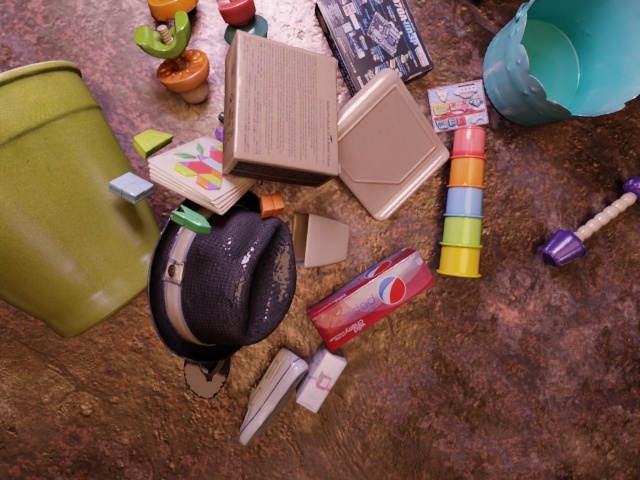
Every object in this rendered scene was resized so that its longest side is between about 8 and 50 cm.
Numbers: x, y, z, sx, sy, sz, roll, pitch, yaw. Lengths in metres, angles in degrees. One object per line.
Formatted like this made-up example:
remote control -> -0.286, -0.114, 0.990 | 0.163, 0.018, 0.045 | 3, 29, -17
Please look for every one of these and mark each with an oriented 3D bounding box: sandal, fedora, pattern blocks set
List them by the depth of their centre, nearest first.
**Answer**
pattern blocks set -> -0.191, -0.124, 0.761 | 0.285, 0.325, 0.026 | 22, 126, -5
fedora -> -0.138, 0.065, 0.773 | 0.152, 0.334, 0.334 | 7, 95, 36
sandal -> -0.224, 0.210, 0.899 | 0.097, 0.054, 0.255 | 15, 93, -8

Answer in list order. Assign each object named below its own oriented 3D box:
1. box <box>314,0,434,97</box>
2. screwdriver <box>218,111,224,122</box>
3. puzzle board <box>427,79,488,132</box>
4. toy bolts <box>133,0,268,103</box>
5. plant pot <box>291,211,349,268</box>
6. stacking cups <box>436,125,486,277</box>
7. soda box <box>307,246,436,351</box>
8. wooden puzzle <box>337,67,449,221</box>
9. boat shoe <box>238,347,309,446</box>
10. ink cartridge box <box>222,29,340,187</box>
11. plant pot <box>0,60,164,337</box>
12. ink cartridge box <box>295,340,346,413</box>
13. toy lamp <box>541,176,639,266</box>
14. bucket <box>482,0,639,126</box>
box -> 0.111, -0.418, 0.891 | 0.175, 0.051, 0.220 | -27, 97, -5
screwdriver -> -0.134, -0.218, 0.898 | 0.170, 0.025, 0.024 | 28, 90, -17
puzzle board -> 0.303, -0.295, 0.946 | 0.128, 0.011, 0.096 | -12, 96, -7
toy bolts -> -0.212, -0.393, 0.838 | 0.228, 0.158, 0.218 | -17, 56, 4
plant pot -> 0.000, 0.000, 0.890 | 0.096, 0.109, 0.109 | 4, 94, -21
stacking cups -> 0.317, -0.081, 0.930 | 0.096, 0.096, 0.316 | 7, 91, -8
soda box -> 0.105, 0.119, 0.914 | 0.263, 0.092, 0.083 | -33, 99, -4
wooden puzzle -> 0.128, -0.193, 0.898 | 0.221, 0.044, 0.239 | -45, 113, -2
boat shoe -> -0.113, 0.329, 0.921 | 0.076, 0.083, 0.226 | 39, 95, 22
ink cartridge box -> -0.070, -0.225, 0.766 | 0.193, 0.088, 0.235 | 6, 75, -27
plant pot -> -0.448, -0.040, 0.726 | 0.366, 0.366, 0.353 | -35, 109, -3
ink cartridge box -> -0.001, 0.287, 0.916 | 0.052, 0.088, 0.122 | 33, 90, -6
toy lamp -> 0.623, -0.039, 0.974 | 0.274, 0.080, 0.080 | -38, 98, -4
bucket -> 0.486, -0.370, 0.875 | 0.281, 0.183, 0.281 | -1, 95, -9
